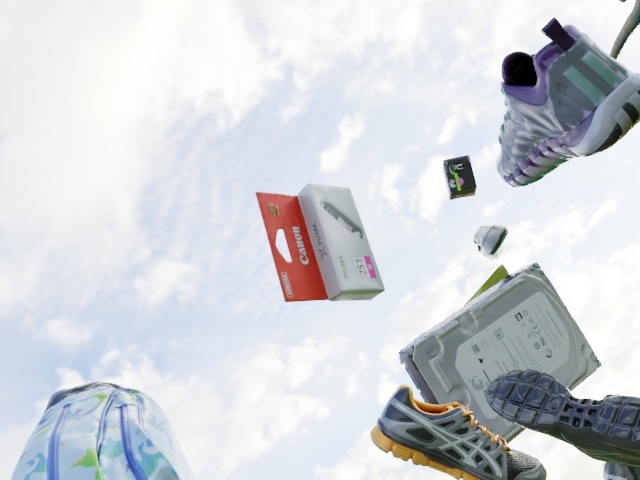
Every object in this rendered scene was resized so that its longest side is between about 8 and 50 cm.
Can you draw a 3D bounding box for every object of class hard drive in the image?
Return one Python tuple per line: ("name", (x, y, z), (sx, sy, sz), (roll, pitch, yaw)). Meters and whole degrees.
("hard drive", (0.334, 0.218, 1.115), (0.339, 0.236, 0.064), (-28, -6, -22))

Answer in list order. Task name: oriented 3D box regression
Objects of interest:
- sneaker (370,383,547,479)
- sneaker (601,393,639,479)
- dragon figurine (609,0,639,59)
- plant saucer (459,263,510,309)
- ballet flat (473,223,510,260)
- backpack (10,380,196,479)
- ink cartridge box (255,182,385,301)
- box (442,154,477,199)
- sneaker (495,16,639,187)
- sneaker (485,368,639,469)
("sneaker", (0.172, 0.242, 0.734), (0.084, 0.215, 0.083), (96, -168, -88))
("sneaker", (0.556, 0.399, 1.097), (0.106, 0.234, 0.078), (-18, -4, -26))
("dragon figurine", (0.469, -0.366, 0.828), (0.144, 0.085, 0.288), (4, -86, -19))
("plant saucer", (0.376, 0.178, 1.311), (0.188, 0.045, 0.188), (-44, -50, -15))
("ballet flat", (0.353, 0.001, 1.278), (0.072, 0.068, 0.213), (-59, -17, -1))
("backpack", (-0.258, 0.336, 0.747), (0.274, 0.289, 0.355), (-18, 1, -1))
("ink cartridge box", (0.000, 0.000, 1.337), (0.239, 0.275, 0.060), (3, -30, -39))
("box", (0.316, -0.143, 1.384), (0.062, 0.083, 0.052), (-11, -20, 6))
("sneaker", (0.184, -0.112, 0.505), (0.083, 0.098, 0.223), (-43, -1, -6))
("sneaker", (0.372, 0.274, 0.898), (0.101, 0.268, 0.106), (-47, -53, -30))
